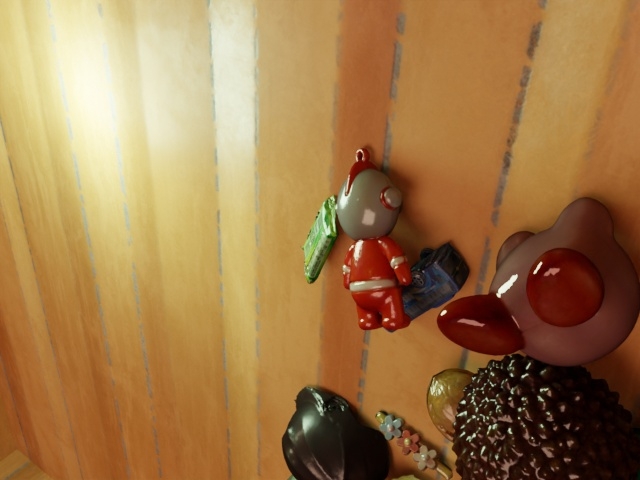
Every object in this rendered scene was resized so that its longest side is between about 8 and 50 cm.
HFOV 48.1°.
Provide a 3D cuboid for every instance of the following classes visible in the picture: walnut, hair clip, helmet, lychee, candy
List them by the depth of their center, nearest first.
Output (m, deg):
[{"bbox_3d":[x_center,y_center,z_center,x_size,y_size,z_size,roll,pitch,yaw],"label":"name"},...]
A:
[{"bbox_3d":[0.359,0.346,1.181,0.306,0.306,0.331,-21,98,47],"label":"lychee"},{"bbox_3d":[0.283,0.328,1.397,0.180,0.144,0.144,39,136,3],"label":"walnut"},{"bbox_3d":[0.001,0.000,1.475,0.178,0.032,0.102,115,152,-46],"label":"candy"},{"bbox_3d":[0.206,0.459,1.604,0.213,0.062,0.056,38,177,15],"label":"hair clip"},{"bbox_3d":[0.007,0.513,1.732,0.305,0.177,0.225,30,134,23],"label":"helmet"}]

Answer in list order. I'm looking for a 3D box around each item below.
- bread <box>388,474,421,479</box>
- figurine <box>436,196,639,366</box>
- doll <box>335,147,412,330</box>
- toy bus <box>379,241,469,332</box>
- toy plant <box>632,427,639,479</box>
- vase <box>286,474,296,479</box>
[{"bbox_3d":[0.188,0.657,1.625,0.211,0.224,0.184,31,126,19],"label":"bread"},{"bbox_3d":[0.362,0.092,1.086,0.211,0.261,0.269,51,135,-2],"label":"figurine"},{"bbox_3d":[0.097,-0.003,1.330,0.199,0.105,0.337,-13,85,57],"label":"doll"},{"bbox_3d":[0.186,0.093,1.378,0.094,0.079,0.236,40,138,-8],"label":"toy bus"},{"bbox_3d":[0.598,0.380,1.165,0.243,0.112,0.233,-33,82,52],"label":"toy plant"},{"bbox_3d":[-0.003,0.739,1.931,0.248,0.128,0.128,39,136,3],"label":"vase"}]
